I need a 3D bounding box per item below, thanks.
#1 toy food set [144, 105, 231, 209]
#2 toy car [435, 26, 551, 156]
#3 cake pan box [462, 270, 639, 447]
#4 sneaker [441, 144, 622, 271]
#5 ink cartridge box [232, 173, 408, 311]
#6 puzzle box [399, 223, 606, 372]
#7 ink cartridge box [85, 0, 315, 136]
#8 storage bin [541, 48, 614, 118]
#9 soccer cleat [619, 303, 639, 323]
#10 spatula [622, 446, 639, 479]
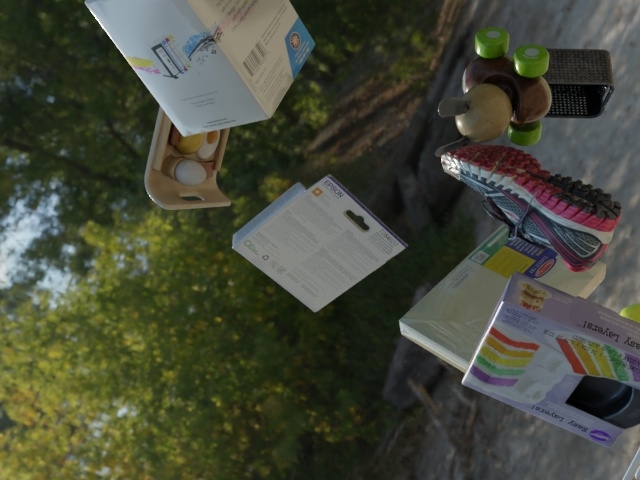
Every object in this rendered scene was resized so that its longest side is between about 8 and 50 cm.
[{"bbox_3d":[-0.200,-0.210,1.614,0.219,0.092,0.306,-9,-62,-62],"label":"toy food set"},{"bbox_3d":[0.238,-0.202,1.315,0.188,0.149,0.155,-32,-42,-25],"label":"toy car"},{"bbox_3d":[0.369,0.186,1.309,0.246,0.266,0.070,103,-167,-53],"label":"cake pan box"},{"bbox_3d":[0.297,-0.059,1.319,0.120,0.299,0.112,-17,-50,-40],"label":"sneaker"},{"bbox_3d":[0.000,0.000,1.524,0.224,0.223,0.045,-36,33,21],"label":"ink cartridge box"},{"bbox_3d":[0.409,0.131,1.947,0.409,0.272,0.052,-39,-42,-26],"label":"puzzle box"},{"bbox_3d":[-0.156,-0.291,1.178,0.233,0.168,0.171,55,-134,-33],"label":"ink cartridge box"},{"bbox_3d":[0.477,-0.310,1.732,0.122,0.180,0.084,88,-176,-65],"label":"storage bin"},{"bbox_3d":[0.648,0.209,1.588,0.093,0.289,0.121,-27,38,42],"label":"soccer cleat"},{"bbox_3d":[0.423,0.190,1.021,0.168,0.019,0.242,-6,-60,-52],"label":"spatula"}]
